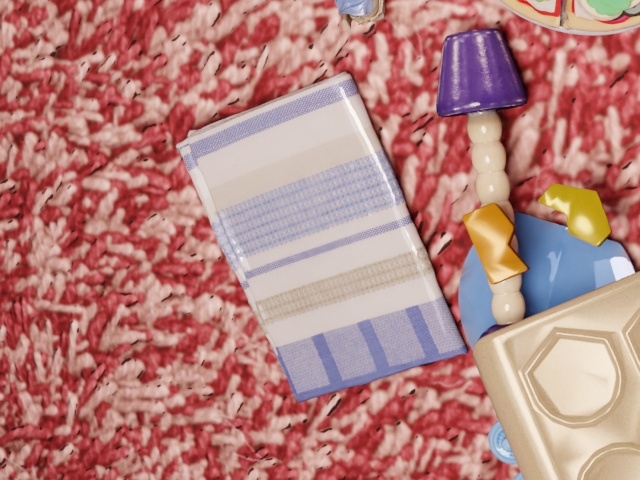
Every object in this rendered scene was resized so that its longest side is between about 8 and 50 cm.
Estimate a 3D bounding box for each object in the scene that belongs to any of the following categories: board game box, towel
[{"bbox_3d":[0.201,0.050,1.375,0.168,0.033,0.133,18,104,28],"label":"board game box"},{"bbox_3d":[0.000,0.000,1.489,0.209,0.034,0.285,-20,97,34],"label":"towel"}]

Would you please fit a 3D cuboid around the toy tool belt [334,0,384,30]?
[{"bbox_3d":[0.026,-0.225,1.378,0.052,0.051,0.083,-5,104,34],"label":"toy tool belt"}]

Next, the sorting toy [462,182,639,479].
[{"bbox_3d":[0.243,0.092,1.270,0.229,0.041,0.307,-24,83,12],"label":"sorting toy"}]

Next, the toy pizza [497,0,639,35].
[{"bbox_3d":[0.192,-0.236,1.231,0.201,0.032,0.201,16,138,15],"label":"toy pizza"}]

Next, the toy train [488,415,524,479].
[{"bbox_3d":[0.222,0.201,1.393,0.105,0.080,0.184,-23,92,27],"label":"toy train"}]

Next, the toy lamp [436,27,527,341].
[{"bbox_3d":[0.146,-0.038,1.335,0.080,0.080,0.275,-9,92,35],"label":"toy lamp"}]
